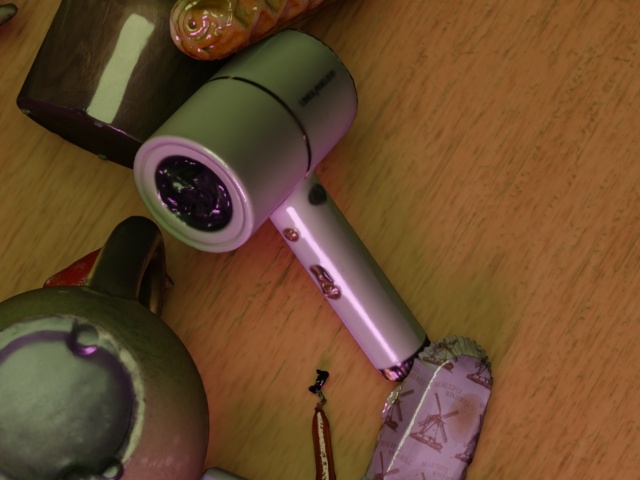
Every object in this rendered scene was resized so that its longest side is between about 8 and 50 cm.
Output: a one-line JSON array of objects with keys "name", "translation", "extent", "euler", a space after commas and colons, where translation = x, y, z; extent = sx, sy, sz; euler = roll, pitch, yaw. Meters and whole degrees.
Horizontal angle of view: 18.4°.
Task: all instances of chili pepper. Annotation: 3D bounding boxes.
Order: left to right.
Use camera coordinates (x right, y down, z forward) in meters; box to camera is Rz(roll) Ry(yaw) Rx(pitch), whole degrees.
[{"name": "chili pepper", "translation": [-0.209, 0.042, 1.891], "extent": [0.123, 0.073, 0.070], "euler": [-29, 37, -4]}]

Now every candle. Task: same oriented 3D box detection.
[{"name": "candle", "translation": [0.003, 0.204, 1.864], "extent": [0.026, 0.021, 0.167], "euler": [-6, 78, 2]}]

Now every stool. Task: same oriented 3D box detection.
[{"name": "stool", "translation": [-0.157, -0.210, 1.883], "extent": [0.179, 0.179, 0.264], "euler": [21, 81, 8]}]

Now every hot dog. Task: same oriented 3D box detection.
[{"name": "hot dog", "translation": [0.102, 0.179, 1.834], "extent": [0.099, 0.053, 0.192], "euler": [20, 92, -22]}]

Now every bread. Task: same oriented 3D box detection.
[{"name": "bread", "translation": [-0.011, -0.252, 1.838], "extent": [0.084, 0.077, 0.367], "euler": [22, 36, 28]}]

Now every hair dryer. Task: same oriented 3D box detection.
[{"name": "hair dryer", "translation": [0.000, 0.000, 1.821], "extent": [0.362, 0.128, 0.203], "euler": [55, 47, -15]}]

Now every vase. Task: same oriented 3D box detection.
[{"name": "vase", "translation": [-0.200, 0.136, 1.759], "extent": [0.241, 0.302, 0.329], "euler": [15, 75, 8]}]

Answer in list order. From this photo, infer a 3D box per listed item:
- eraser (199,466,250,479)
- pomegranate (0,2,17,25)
[{"name": "eraser", "translation": [-0.001, 0.343, 1.793], "extent": [0.290, 0.104, 0.189], "euler": [20, 93, 8]}, {"name": "pomegranate", "translation": [-0.454, -0.182, 1.901], "extent": [0.231, 0.231, 0.286], "euler": [27, 52, 9]}]
